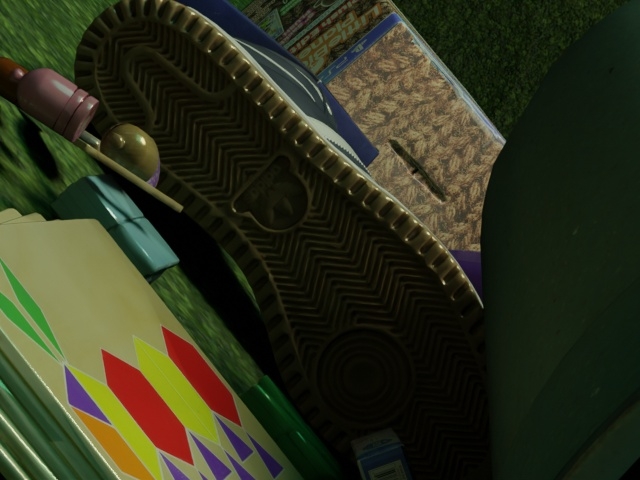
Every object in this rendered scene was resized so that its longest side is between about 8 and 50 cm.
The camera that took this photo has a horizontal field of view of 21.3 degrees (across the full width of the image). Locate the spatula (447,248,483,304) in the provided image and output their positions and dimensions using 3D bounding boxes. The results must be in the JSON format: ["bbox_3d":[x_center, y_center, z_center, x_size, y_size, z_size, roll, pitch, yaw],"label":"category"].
[{"bbox_3d":[0.046,0.038,0.931,0.296,0.030,0.084,-162,-109,-77],"label":"spatula"}]

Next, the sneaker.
[{"bbox_3d":[0.000,0.000,0.847,0.282,0.099,0.153,51,6,4],"label":"sneaker"}]

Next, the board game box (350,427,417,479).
[{"bbox_3d":[0.035,0.116,0.627,0.090,0.020,0.090,123,-52,-87],"label":"board game box"}]

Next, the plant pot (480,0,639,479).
[{"bbox_3d":[0.198,0.065,0.607,0.341,0.341,0.334,48,16,-22],"label":"plant pot"}]

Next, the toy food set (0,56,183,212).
[{"bbox_3d":[-0.100,-0.051,0.674,0.122,0.019,0.078,32,-2,46],"label":"toy food set"}]

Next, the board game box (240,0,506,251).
[{"bbox_3d":[0.057,-0.120,1.568,0.232,0.141,0.291,47,9,-25],"label":"board game box"}]

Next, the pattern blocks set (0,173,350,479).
[{"bbox_3d":[-0.061,0.052,0.511,0.285,0.026,0.325,52,8,11],"label":"pattern blocks set"}]

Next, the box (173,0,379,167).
[{"bbox_3d":[-0.036,-0.120,1.260,0.225,0.036,0.136,43,0,28],"label":"box"}]
